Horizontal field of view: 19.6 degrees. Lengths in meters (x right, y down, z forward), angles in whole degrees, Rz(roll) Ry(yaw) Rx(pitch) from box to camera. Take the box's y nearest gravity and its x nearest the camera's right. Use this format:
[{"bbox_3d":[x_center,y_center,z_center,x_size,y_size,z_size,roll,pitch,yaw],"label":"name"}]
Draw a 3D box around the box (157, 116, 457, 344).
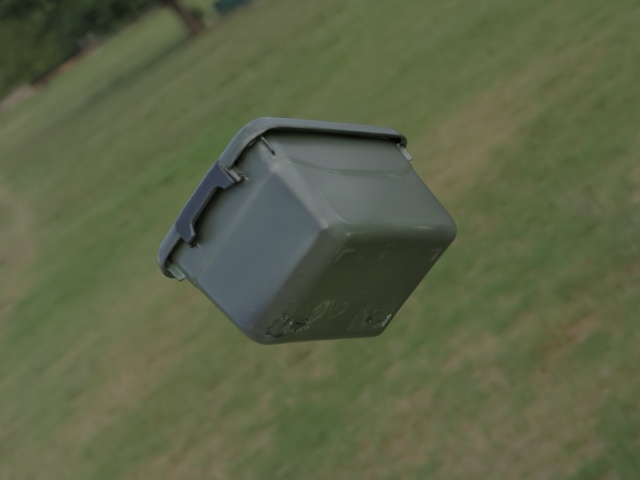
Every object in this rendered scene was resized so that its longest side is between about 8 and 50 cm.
[{"bbox_3d":[0.000,0.000,1.131,0.172,0.093,0.124,-2,-46,-54],"label":"box"}]
